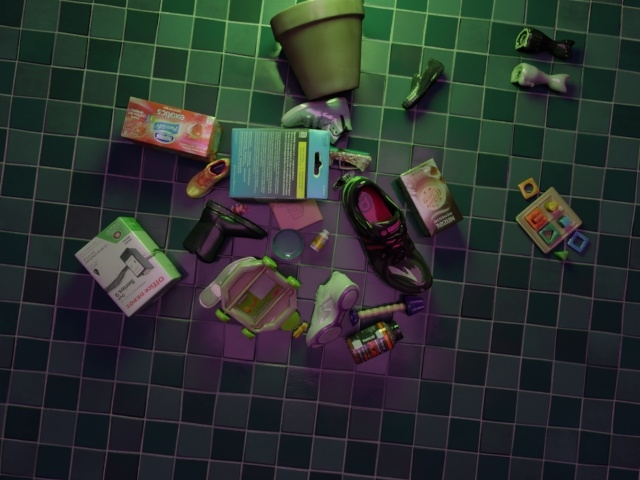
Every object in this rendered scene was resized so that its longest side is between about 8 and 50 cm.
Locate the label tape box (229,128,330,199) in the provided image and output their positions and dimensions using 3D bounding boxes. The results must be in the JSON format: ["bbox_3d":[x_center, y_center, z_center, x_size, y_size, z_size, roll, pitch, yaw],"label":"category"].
[{"bbox_3d":[-0.140,-0.262,1.538,0.347,0.115,0.250,2,85,3],"label":"label tape box"}]

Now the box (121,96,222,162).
[{"bbox_3d":[-0.518,-0.384,1.530,0.299,0.154,0.142,14,89,-3],"label":"box"}]

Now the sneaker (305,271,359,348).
[{"bbox_3d":[0.030,0.253,1.568,0.114,0.152,0.305,17,110,-39],"label":"sneaker"}]

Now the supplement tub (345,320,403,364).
[{"bbox_3d":[0.197,0.362,1.560,0.197,0.106,0.106,-25,90,-2],"label":"supplement tub"}]

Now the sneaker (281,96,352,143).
[{"bbox_3d":[-0.008,-0.419,1.568,0.255,0.094,0.151,-15,83,-4],"label":"sneaker"}]

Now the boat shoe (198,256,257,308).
[{"bbox_3d":[-0.326,0.150,1.563,0.254,0.079,0.095,-44,93,1],"label":"boat shoe"}]

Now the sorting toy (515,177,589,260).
[{"bbox_3d":[0.861,-0.077,1.614,0.196,0.047,0.348,-41,90,-2],"label":"sorting toy"}]

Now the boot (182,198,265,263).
[{"bbox_3d":[-0.349,-0.005,1.558,0.246,0.094,0.207,28,92,-5],"label":"boot"}]

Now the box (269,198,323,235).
[{"bbox_3d":[-0.104,-0.138,1.602,0.164,0.021,0.201,-24,90,-1],"label":"box"}]

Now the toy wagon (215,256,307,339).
[{"bbox_3d":[-0.192,0.228,1.540,0.344,0.068,0.267,41,93,-24],"label":"toy wagon"}]

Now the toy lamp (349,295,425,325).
[{"bbox_3d":[0.243,0.255,1.579,0.274,0.080,0.080,-11,89,1],"label":"toy lamp"}]

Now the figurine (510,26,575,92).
[{"bbox_3d":[0.838,-0.663,1.607,0.209,0.092,0.215,8,90,-5],"label":"figurine"}]

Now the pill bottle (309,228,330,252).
[{"bbox_3d":[0.000,0.000,1.591,0.043,0.043,0.083,36,88,-1],"label":"pill bottle"}]

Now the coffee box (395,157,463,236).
[{"bbox_3d":[0.396,-0.153,1.576,0.141,0.098,0.247,-28,90,-1],"label":"coffee box"}]

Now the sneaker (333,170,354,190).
[{"bbox_3d":[0.091,-0.223,1.584,0.098,0.069,0.038,-45,91,-2],"label":"sneaker"}]

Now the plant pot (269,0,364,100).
[{"bbox_3d":[0.017,-0.650,1.496,0.322,0.323,0.281,-15,106,-2],"label":"plant pot"}]

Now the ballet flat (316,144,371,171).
[{"bbox_3d":[0.066,-0.305,1.582,0.240,0.091,0.077,13,111,2],"label":"ballet flat"}]

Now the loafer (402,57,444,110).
[{"bbox_3d":[0.368,-0.579,1.598,0.078,0.076,0.223,38,84,4],"label":"loafer"}]

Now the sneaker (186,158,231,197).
[{"bbox_3d":[-0.406,-0.233,1.559,0.208,0.094,0.081,-40,92,0],"label":"sneaker"}]

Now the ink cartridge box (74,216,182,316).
[{"bbox_3d":[-0.673,0.092,1.532,0.211,0.121,0.289,-41,91,-1],"label":"ink cartridge box"}]

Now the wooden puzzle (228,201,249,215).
[{"bbox_3d":[-0.310,-0.115,1.603,0.083,0.006,0.049,-29,90,-2],"label":"wooden puzzle"}]

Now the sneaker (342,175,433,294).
[{"bbox_3d":[0.230,-0.009,1.518,0.185,0.202,0.483,-35,90,-1],"label":"sneaker"}]

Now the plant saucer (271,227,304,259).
[{"bbox_3d":[-0.120,0.011,1.587,0.119,0.021,0.120,-2,105,-7],"label":"plant saucer"}]
